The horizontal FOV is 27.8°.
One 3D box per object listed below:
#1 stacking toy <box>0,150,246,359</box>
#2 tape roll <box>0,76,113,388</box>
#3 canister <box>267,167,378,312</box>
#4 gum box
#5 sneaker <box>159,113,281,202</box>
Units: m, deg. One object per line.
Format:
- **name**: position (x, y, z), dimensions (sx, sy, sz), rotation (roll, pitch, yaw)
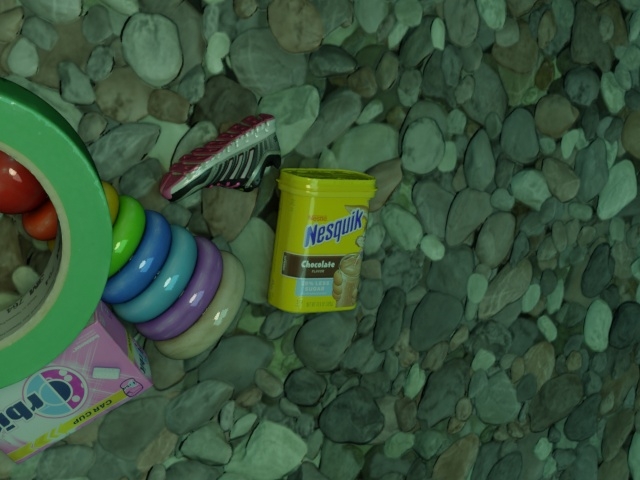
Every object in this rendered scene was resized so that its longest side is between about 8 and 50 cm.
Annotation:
- **stacking toy**: position (-0.240, -0.006, 1.403), dimensions (0.330, 0.141, 0.141), rotation (38, 79, -30)
- **tape roll**: position (-0.366, -0.005, 1.257), dimensions (0.321, 0.077, 0.321), rotation (-6, 113, -13)
- **canister**: position (0.000, 0.000, 1.607), dimensions (0.126, 0.073, 0.170), rotation (-2, 105, -36)
- **gum box**: position (-0.290, 0.152, 1.393), dimensions (0.188, 0.062, 0.107), rotation (-30, 123, 5)
- **sneaker**: position (-0.108, -0.080, 1.509), dimensions (0.170, 0.063, 0.075), rotation (-36, 115, -30)
